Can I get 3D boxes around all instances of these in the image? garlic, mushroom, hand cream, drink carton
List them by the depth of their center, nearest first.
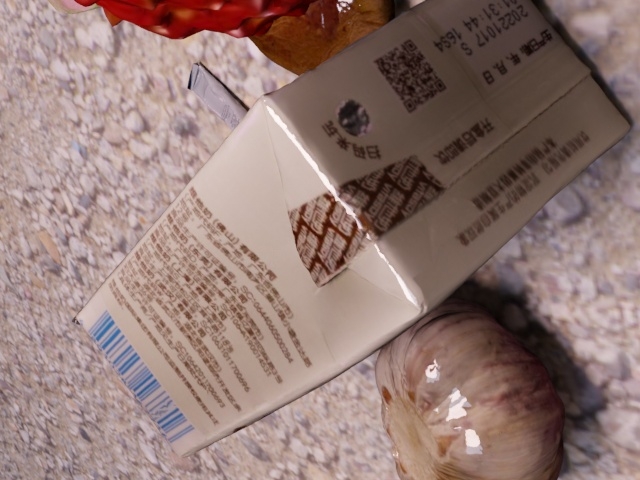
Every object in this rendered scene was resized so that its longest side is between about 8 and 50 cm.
[{"bbox_3d":[0.000,0.000,0.608,0.132,0.194,0.324,51,144,2],"label":"drink carton"},{"bbox_3d":[-0.008,-0.149,0.619,0.123,0.052,0.123,29,141,27],"label":"mushroom"},{"bbox_3d":[0.100,0.115,0.671,0.147,0.102,0.159,10,115,61],"label":"garlic"},{"bbox_3d":[-0.067,-0.097,0.763,0.093,0.019,0.030,48,147,21],"label":"hand cream"}]

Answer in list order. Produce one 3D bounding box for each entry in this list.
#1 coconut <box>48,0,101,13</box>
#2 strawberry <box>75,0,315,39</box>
[{"bbox_3d":[-0.174,-0.206,0.740,0.081,0.082,0.083,71,-168,-60],"label":"coconut"},{"bbox_3d":[-0.041,-0.219,0.418,0.258,0.261,0.261,-34,91,34],"label":"strawberry"}]
